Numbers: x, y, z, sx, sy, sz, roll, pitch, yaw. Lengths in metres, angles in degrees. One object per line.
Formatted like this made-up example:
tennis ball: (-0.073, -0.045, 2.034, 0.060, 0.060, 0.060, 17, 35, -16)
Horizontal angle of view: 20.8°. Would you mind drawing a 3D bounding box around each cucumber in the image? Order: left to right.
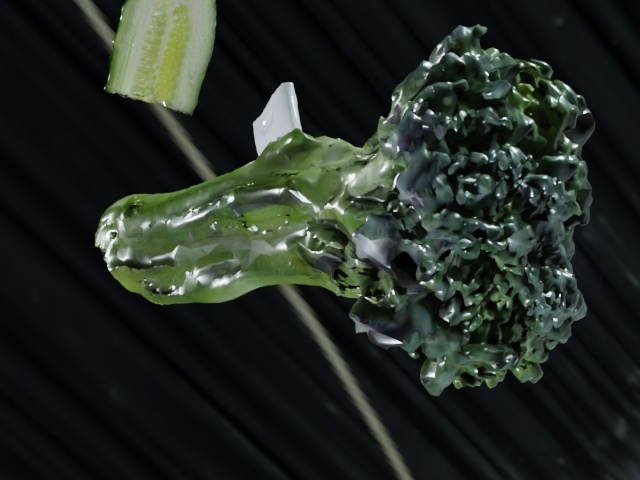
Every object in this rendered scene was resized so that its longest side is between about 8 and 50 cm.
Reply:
cucumber: (-0.103, -0.144, 1.163, 0.035, 0.067, 0.107, -120, 46, -67)

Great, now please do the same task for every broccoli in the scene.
broccoli: (-0.004, -0.005, 0.867, 0.304, 0.145, 0.165, -6, 84, 45)

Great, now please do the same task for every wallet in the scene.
wallet: (-0.022, -0.052, 1.040, 0.044, 0.011, 0.083, -51, 39, 41)
